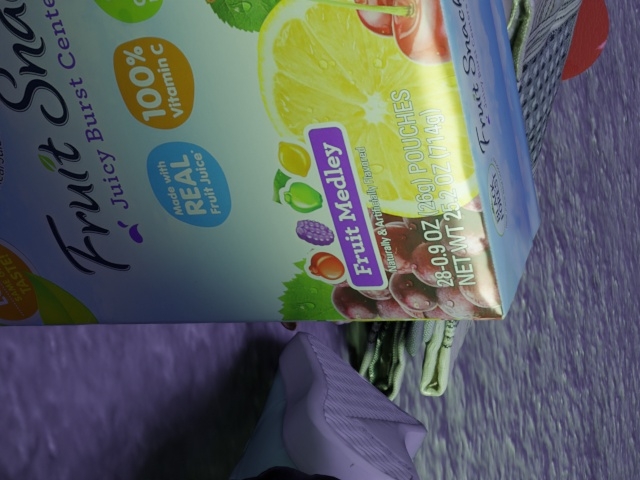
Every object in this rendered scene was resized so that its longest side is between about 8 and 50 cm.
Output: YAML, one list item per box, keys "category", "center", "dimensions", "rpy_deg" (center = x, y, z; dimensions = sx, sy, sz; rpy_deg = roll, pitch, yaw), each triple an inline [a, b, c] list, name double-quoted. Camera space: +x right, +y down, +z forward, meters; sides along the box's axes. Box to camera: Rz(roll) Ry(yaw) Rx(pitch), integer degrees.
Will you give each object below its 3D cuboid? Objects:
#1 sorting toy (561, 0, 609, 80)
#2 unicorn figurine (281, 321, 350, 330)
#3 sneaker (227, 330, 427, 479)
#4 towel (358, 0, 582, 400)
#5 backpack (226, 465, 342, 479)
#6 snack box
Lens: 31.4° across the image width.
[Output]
- category: "sorting toy"
  center: [0.189, -0.288, 1.055]
  dimensions: [0.126, 0.127, 0.365]
  rpy_deg: [105, -11, -71]
- category: "unicorn figurine"
  center: [0.000, 0.000, 0.639]
  dimensions: [0.111, 0.060, 0.162]
  rpy_deg: [-59, 139, -50]
- category: "sneaker"
  center: [-0.022, 0.137, 0.587]
  dimensions: [0.151, 0.094, 0.256]
  rpy_deg: [-53, 178, 5]
- category: "towel"
  center: [0.128, -0.071, 0.800]
  dimensions: [0.324, 0.056, 0.312]
  rpy_deg: [-47, 155, -55]
- category: "backpack"
  center: [-0.011, 0.216, 0.380]
  dimensions: [0.263, 0.276, 0.213]
  rpy_deg: [46, 8, -33]
- category: "snack box"
  center: [-0.047, -0.060, 0.370]
  dimensions: [0.070, 0.207, 0.174]
  rpy_deg: [-55, 135, -52]
